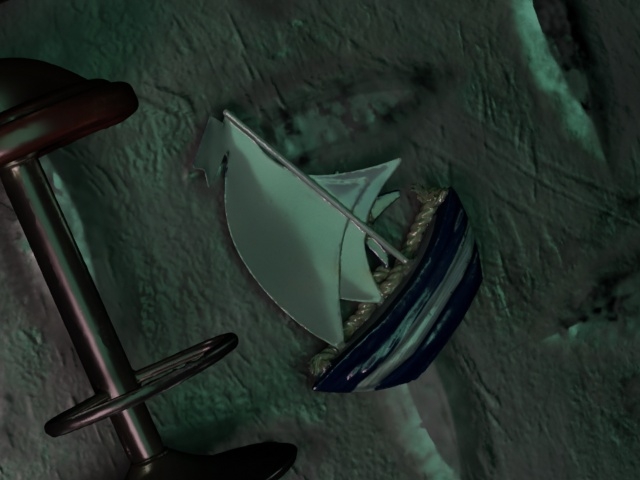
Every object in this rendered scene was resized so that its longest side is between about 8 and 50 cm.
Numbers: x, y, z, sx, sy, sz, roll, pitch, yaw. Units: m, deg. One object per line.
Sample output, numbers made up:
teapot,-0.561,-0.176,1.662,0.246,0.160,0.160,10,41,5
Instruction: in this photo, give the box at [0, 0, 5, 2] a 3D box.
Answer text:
box,-0.387,-0.302,1.347,0.198,0.084,0.310,-28,101,-20

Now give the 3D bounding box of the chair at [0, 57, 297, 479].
chair,-0.198,0.035,1.333,0.226,0.226,0.401,-26,94,-19

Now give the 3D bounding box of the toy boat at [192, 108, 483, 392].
toy boat,0.027,-0.011,1.501,0.210,0.070,0.291,-31,94,-21
